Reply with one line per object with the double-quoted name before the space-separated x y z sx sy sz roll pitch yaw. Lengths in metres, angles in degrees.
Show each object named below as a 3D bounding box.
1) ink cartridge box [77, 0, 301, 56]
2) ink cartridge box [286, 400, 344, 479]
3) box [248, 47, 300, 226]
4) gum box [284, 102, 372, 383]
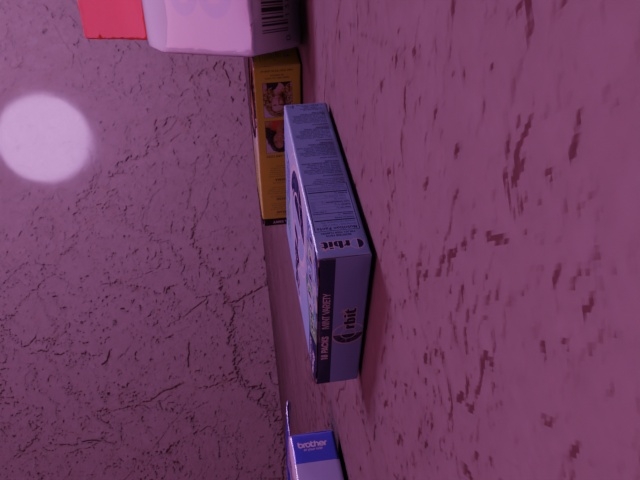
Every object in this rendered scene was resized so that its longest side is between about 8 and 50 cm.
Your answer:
"ink cartridge box" -0.202 -0.373 0.659 0.091 0.384 0.308 -34 -52 -49
"ink cartridge box" 0.007 0.353 0.658 0.311 0.065 0.186 -109 15 -51
"box" -0.057 -0.134 0.766 0.087 0.058 0.232 -105 11 -48
"gum box" 0.000 0.000 0.511 0.157 0.041 0.184 92 170 -45
